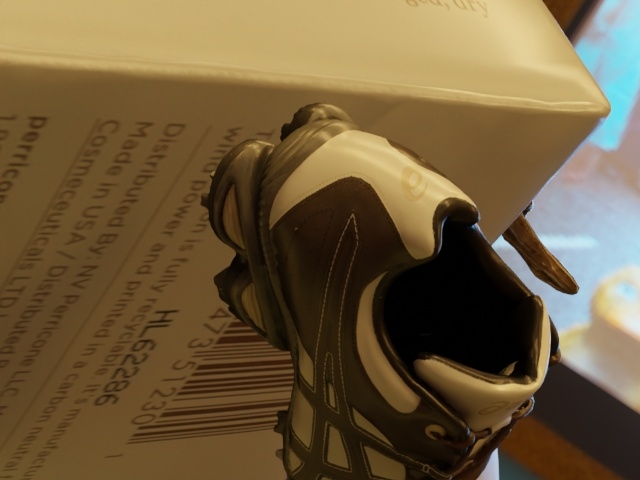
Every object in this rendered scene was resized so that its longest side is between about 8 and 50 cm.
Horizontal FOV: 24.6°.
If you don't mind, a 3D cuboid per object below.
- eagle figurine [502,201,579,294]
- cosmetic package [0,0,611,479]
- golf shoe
[{"bbox_3d":[-0.008,0.001,1.014,0.225,0.298,0.226,8,56,-40],"label":"eagle figurine"},{"bbox_3d":[-0.154,-0.101,0.688,0.327,0.329,0.393,-1,50,-39],"label":"cosmetic package"},{"bbox_3d":[0.032,0.053,0.456,0.094,0.077,0.198,19,-37,45],"label":"golf shoe"}]
